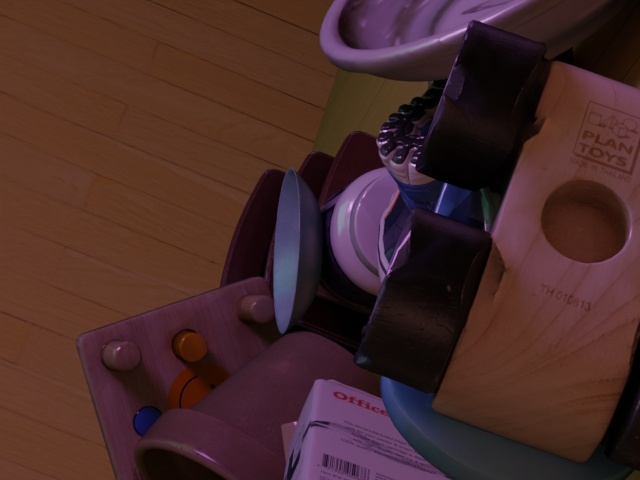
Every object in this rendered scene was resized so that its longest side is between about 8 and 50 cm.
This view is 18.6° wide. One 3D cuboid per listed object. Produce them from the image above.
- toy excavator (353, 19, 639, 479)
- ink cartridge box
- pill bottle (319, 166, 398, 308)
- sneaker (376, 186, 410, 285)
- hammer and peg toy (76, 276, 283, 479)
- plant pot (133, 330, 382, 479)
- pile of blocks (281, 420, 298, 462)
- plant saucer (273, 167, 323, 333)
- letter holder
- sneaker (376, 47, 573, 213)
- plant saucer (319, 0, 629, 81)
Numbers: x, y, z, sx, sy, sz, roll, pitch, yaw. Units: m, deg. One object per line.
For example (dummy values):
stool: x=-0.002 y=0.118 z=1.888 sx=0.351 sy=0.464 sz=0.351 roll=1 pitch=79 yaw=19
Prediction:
toy excavator: x=0.163 y=0.009 z=1.402 sx=0.445 sy=0.222 sz=0.433 roll=106 pitch=-176 yaw=-64
ink cartridge box: x=0.045 y=0.230 z=1.761 sx=0.208 sy=0.153 sz=0.087 roll=-79 pitch=12 yaw=-64
pill bottle: x=0.076 y=-0.004 z=2.259 sx=0.264 sy=0.153 sz=0.153 roll=147 pitch=144 yaw=-79
sneaker: x=0.140 y=-0.056 z=2.031 sx=0.321 sy=0.126 sz=0.127 roll=-73 pitch=3 yaw=-49
hammer and peg toy: x=-0.137 y=0.250 z=2.373 sx=0.127 sy=0.266 sz=0.361 roll=-1 pitch=105 yaw=66
plant pot: x=-0.042 y=0.231 z=2.215 sx=0.229 sy=0.263 sz=0.263 roll=-51 pitch=-1 yaw=-24
pile of blocks: x=0.032 y=0.325 z=1.882 sx=0.112 sy=0.149 sz=0.362 roll=-14 pitch=50 yaw=26
plant saucer: x=-0.023 y=0.013 z=2.274 sx=0.195 sy=0.037 sz=0.195 roll=-177 pitch=90 yaw=-81
letter holder: x=0.000 y=0.000 z=2.594 sx=0.152 sy=0.214 sz=0.302 roll=119 pitch=171 yaw=-48
sneaker: x=0.162 y=-0.108 z=1.942 sx=0.330 sy=0.129 sz=0.147 roll=-47 pitch=-46 yaw=-44
plant saucer: x=0.193 y=-0.252 z=1.866 sx=0.400 sy=0.100 sz=0.400 roll=-27 pitch=23 yaw=12
